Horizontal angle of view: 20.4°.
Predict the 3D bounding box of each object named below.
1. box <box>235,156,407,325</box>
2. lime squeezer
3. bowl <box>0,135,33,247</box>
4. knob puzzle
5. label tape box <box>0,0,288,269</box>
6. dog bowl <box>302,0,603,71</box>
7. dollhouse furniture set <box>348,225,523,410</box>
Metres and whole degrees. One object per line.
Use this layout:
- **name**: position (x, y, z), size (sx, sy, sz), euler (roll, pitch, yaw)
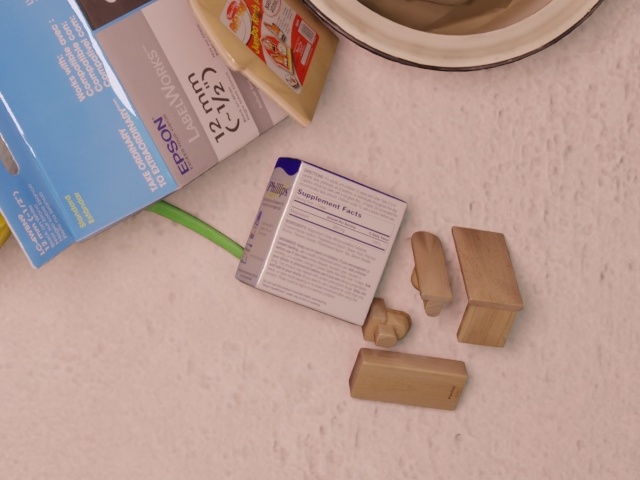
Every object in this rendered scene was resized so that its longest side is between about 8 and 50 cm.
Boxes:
- **box**: position (0.000, 0.000, 1.809), size (0.126, 0.072, 0.137), euler (21, 89, -21)
- **lime squeezer**: position (-0.222, -0.024, 1.776), size (0.310, 0.059, 0.110), euler (-2, 93, -13)
- **bowl**: position (-0.404, -0.032, 1.668), size (0.289, 0.289, 0.156), euler (-10, 137, -11)
- **knob puzzle**: position (-0.072, -0.209, 1.694), size (0.030, 0.213, 0.213), euler (-37, 102, 30)
- **label tape box**: position (-0.189, -0.160, 1.646), size (0.249, 0.115, 0.347), euler (62, 36, -9)
- **dog bowl**: position (0.114, -0.370, 1.781), size (0.407, 0.150, 0.408), euler (-1, 93, -11)
- **dollhouse furniture set**: position (0.112, 0.077, 1.868), size (0.144, 0.123, 0.151), euler (8, 126, -12)
